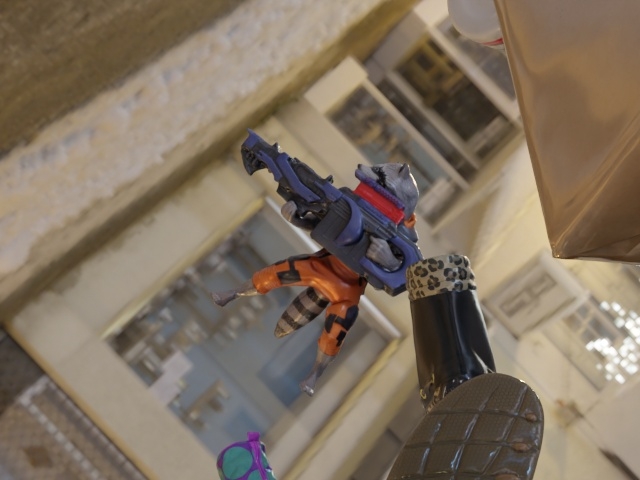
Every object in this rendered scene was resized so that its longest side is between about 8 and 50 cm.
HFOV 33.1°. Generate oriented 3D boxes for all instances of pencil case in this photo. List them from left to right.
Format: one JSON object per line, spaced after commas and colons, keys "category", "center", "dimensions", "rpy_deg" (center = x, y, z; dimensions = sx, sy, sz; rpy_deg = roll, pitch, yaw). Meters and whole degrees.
{"category": "pencil case", "center": [-0.063, 0.291, 1.190], "dimensions": [0.064, 0.152, 0.070], "rpy_deg": [6, 125, -35]}

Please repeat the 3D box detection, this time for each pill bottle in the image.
{"category": "pill bottle", "center": [0.227, -0.237, 1.112], "dimensions": [0.180, 0.108, 0.108], "rpy_deg": [11, 137, -42]}

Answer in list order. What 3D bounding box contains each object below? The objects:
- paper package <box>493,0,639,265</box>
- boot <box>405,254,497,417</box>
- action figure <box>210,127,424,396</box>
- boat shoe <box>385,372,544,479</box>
{"category": "paper package", "center": [0.238, -0.185, 0.609], "dimensions": [0.309, 0.168, 0.325], "rpy_deg": [122, -30, -49]}
{"category": "boot", "center": [0.137, 0.117, 1.107], "dimensions": [0.085, 0.179, 0.236], "rpy_deg": [-10, 168, 2]}
{"category": "action figure", "center": [0.000, 0.000, 1.537], "dimensions": [0.330, 0.341, 0.178], "rpy_deg": [-46, 164, 8]}
{"category": "boat shoe", "center": [0.058, 0.149, 0.540], "dimensions": [0.178, 0.064, 0.060], "rpy_deg": [-65, 166, -4]}
